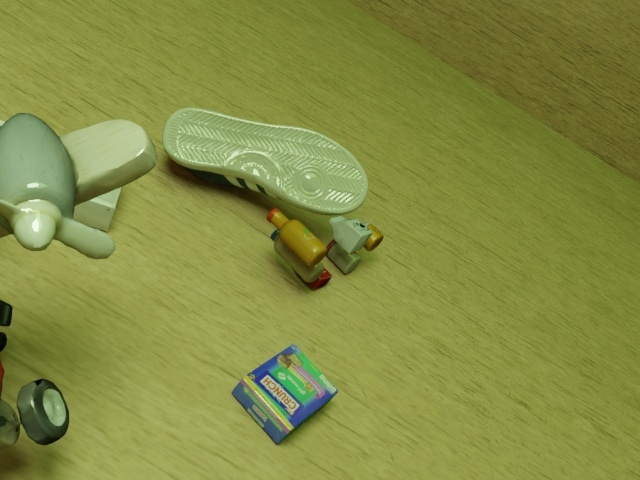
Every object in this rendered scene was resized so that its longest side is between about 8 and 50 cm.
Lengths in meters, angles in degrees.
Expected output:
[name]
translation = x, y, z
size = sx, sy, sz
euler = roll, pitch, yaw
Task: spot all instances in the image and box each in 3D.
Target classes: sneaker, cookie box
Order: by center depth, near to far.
[cookie box]
translation = -0.045, 0.197, 0.821
size = 0.092, 0.040, 0.107
euler = 44, 38, 15
[sneaker]
translation = -0.090, -0.135, 1.086
size = 0.350, 0.131, 0.148
euler = 20, -3, -6

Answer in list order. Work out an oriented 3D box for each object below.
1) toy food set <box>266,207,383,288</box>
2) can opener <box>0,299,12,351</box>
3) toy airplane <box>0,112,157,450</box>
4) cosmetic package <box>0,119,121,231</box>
[toy food set]
translation = 0.000, 0.000, 1.032
size = 0.104, 0.111, 0.232
euler = 44, 30, 19
[can opener]
translation = -0.425, 0.085, 0.660
size = 0.186, 0.059, 0.073
euler = 10, 67, -13
[toy airplane]
translation = -0.373, 0.014, 0.516
size = 0.385, 0.272, 0.386
euler = 21, 77, 12
[cosmetic package]
translation = -0.402, -0.097, 0.883
size = 0.239, 0.060, 0.098
euler = 19, 42, -18
